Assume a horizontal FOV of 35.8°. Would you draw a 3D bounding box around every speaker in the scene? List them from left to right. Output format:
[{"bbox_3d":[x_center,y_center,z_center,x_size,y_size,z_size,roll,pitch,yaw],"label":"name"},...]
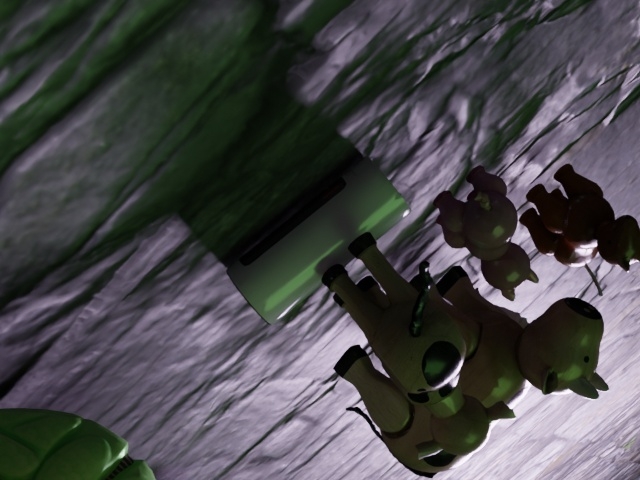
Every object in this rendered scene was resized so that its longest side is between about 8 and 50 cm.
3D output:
[{"bbox_3d":[0.000,0.000,0.729,0.136,0.055,0.055,-39,149,2],"label":"speaker"}]

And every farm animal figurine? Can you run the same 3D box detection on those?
[{"bbox_3d":[0.134,0.094,0.818,0.330,0.172,0.326,-21,152,-39],"label":"farm animal figurine"}]

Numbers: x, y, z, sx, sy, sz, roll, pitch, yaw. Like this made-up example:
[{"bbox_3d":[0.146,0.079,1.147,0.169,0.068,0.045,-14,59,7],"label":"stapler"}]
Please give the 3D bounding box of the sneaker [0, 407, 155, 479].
[{"bbox_3d":[-0.334,0.274,0.673,0.483,0.185,0.202,-32,173,-12],"label":"sneaker"}]
